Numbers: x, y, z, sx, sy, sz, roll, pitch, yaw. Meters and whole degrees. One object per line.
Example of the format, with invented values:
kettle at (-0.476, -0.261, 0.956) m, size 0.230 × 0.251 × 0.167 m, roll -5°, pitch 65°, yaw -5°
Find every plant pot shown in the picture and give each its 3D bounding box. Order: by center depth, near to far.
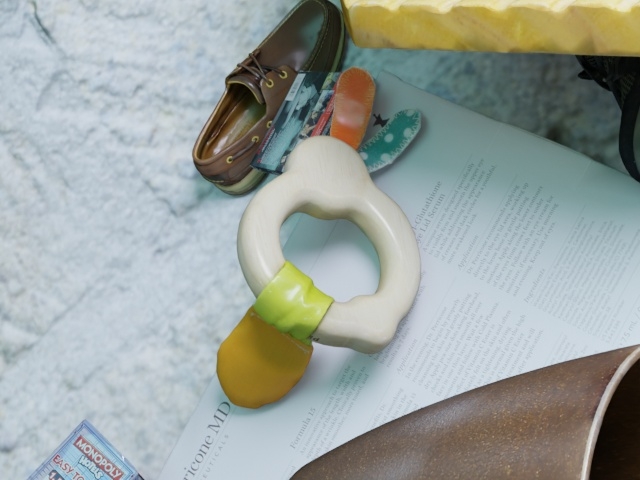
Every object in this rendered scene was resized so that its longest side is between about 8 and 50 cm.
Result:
plant pot at (0.091, 0.171, 0.694) m, size 0.230 × 0.215 × 0.215 m, roll -10°, pitch 69°, yaw 39°

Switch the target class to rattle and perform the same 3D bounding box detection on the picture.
rattle at (0.000, 0.000, 0.881) m, size 0.130 × 0.143 × 0.200 m, roll 4°, pitch 56°, yaw -3°

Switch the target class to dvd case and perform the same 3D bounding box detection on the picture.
dvd case at (-0.008, -0.086, 0.955) m, size 0.087 × 0.013 × 0.119 m, roll -63°, pitch 27°, yaw -5°

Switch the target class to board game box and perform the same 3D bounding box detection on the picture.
board game box at (-0.187, 0.221, 0.925) m, size 0.060 × 0.194 × 0.194 m, roll 41°, pitch 96°, yaw 18°

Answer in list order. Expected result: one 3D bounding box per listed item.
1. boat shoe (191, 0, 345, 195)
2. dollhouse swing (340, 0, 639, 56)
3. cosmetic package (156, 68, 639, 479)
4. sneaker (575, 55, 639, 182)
boat shoe at (-0.042, -0.120, 1.028) m, size 0.064 × 0.060 × 0.178 m, roll 33°, pitch 91°, yaw 31°
dollhouse swing at (0.190, -0.283, 0.761) m, size 0.347 × 0.305 × 0.315 m, roll 10°, pitch 109°, yaw 42°
cosmetic package at (0.078, 0.106, 0.875) m, size 0.284 × 0.097 × 0.377 m, roll 28°, pitch 88°, yaw 29°
sneaker at (0.207, -0.114, 0.857) m, size 0.130 × 0.087 × 0.227 m, roll -7°, pitch 45°, yaw 33°
